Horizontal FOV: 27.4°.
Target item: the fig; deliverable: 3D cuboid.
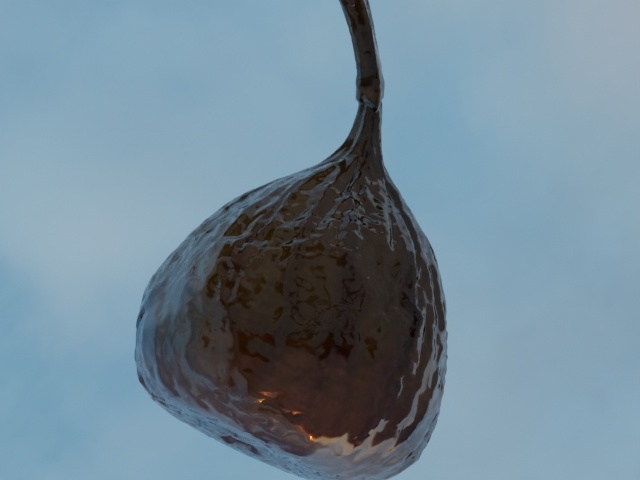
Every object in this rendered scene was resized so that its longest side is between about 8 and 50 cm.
[{"bbox_3d":[0.000,0.000,0.567,0.133,0.146,0.201,25,-108,-37],"label":"fig"}]
